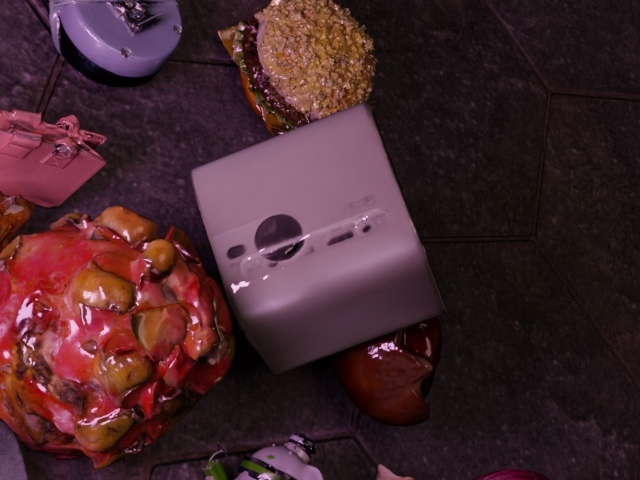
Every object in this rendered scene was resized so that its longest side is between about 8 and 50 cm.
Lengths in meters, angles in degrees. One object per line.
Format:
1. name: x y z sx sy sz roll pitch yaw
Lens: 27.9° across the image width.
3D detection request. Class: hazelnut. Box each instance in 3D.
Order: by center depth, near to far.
1. hazelnut: 0.100 0.162 1.800 0.202 0.160 0.170 63 18 -10

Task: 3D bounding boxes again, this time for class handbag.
1. handbag: -0.381 -0.111 1.550 0.212 0.157 0.059 15 61 -32

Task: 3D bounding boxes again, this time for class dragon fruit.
1. dragon fruit: -0.233 0.083 1.505 0.296 0.263 0.314 43 50 -15

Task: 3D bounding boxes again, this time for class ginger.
1. ginger: -0.420 -0.006 1.519 0.103 0.073 0.162 36 65 27

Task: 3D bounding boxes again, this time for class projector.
1. projector: 0.000 0.000 1.660 0.248 0.249 0.249 62 8 -61

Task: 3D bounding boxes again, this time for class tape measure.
1. tape measure: -0.278 -0.303 1.763 0.181 0.107 0.182 47 45 -3

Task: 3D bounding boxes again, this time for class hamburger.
1. hamburger: -0.014 -0.258 1.927 0.243 0.138 0.262 -22 83 -43

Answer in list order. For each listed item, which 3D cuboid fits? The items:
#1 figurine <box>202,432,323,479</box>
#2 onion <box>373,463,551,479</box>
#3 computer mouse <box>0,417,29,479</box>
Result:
1. figurine: -0.069 0.326 1.617 0.126 0.147 0.192 48 65 -35
2. onion: 0.241 0.440 1.741 0.272 0.230 0.256 26 55 -36
3. computer mouse: -0.371 0.302 1.425 0.113 0.068 0.229 -5 83 -53
